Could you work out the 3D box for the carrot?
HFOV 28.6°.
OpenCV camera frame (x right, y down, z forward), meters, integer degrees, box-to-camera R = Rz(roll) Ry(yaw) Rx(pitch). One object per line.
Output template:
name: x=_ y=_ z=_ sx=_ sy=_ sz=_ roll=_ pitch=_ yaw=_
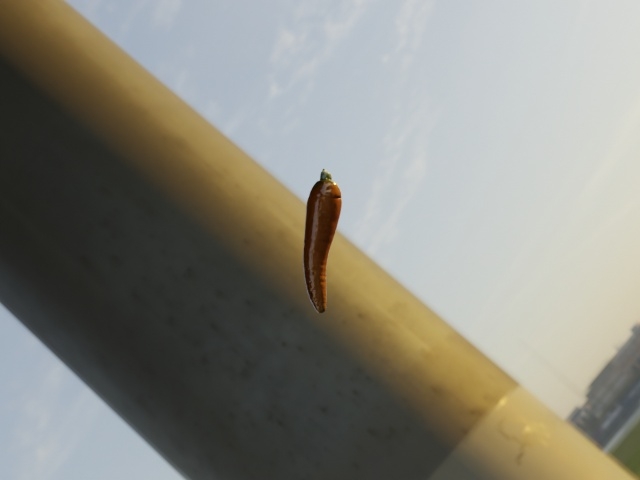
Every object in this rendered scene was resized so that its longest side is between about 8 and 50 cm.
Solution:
carrot: x=0.000 y=0.000 z=1.235 sx=0.035 sy=0.035 sz=0.142 roll=17 pitch=-101 yaw=-73
